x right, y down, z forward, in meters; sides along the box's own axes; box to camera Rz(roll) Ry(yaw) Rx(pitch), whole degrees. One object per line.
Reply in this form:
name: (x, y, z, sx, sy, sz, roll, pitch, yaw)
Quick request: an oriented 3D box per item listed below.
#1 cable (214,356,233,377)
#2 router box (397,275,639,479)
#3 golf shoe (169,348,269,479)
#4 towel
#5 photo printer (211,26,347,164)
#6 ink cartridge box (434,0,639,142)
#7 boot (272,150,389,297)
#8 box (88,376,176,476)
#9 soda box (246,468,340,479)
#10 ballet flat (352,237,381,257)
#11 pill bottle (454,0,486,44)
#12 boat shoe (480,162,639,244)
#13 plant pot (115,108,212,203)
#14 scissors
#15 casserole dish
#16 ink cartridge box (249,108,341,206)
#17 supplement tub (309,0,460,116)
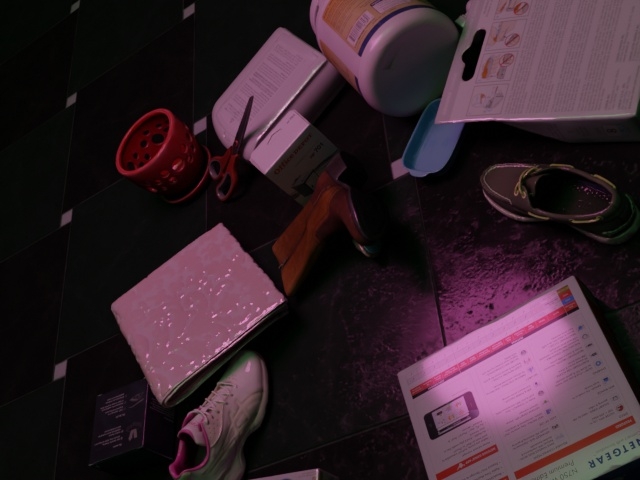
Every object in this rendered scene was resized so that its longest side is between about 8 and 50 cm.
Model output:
cable: (-0.226, 0.175, 1.846, 0.139, 0.072, 0.287, -40, 50, -6)
router box: (0.305, 0.262, 1.309, 0.335, 0.082, 0.301, -32, 47, 20)
golf shoe: (-0.188, 0.337, 1.637, 0.115, 0.140, 0.306, -6, 58, 38)
towel: (-0.254, 0.142, 1.789, 0.317, 0.053, 0.332, -38, 43, -5)
photo printer: (-0.111, -0.325, 2.026, 0.307, 0.107, 0.256, -50, 44, 3)
ink cartridge box: (0.426, -0.326, 1.579, 0.385, 0.091, 0.308, 3, 67, 39)
boot: (0.000, 0.000, 1.678, 0.280, 0.096, 0.264, -53, 39, 25)
box: (-0.387, 0.387, 1.803, 0.156, 0.093, 0.158, -23, 49, 27)
soda box: (-0.072, 0.453, 1.512, 0.216, 0.069, 0.074, -18, 53, 30)
ballet flat: (0.083, -0.020, 1.715, 0.052, 0.057, 0.168, -56, 30, 40)
pill bottle: (0.351, -0.473, 1.748, 0.160, 0.087, 0.087, -43, 44, 10)
boat shoe: (0.386, -0.082, 1.459, 0.305, 0.091, 0.109, 24, 80, 46)
plant pot: (-0.371, -0.198, 2.114, 0.191, 0.174, 0.191, -21, 52, 29)
scissors: (-0.185, -0.198, 1.952, 0.297, 0.021, 0.109, -47, 62, 49)
casserole dish: (0.233, -0.199, 1.705, 0.114, 0.037, 0.188, 13, 71, 44)
ink cartridge box: (-0.028, -0.154, 1.783, 0.140, 0.190, 0.082, -48, 43, 5)
supplement tub: (0.125, -0.423, 1.802, 0.228, 0.228, 0.316, -43, 44, 9)
